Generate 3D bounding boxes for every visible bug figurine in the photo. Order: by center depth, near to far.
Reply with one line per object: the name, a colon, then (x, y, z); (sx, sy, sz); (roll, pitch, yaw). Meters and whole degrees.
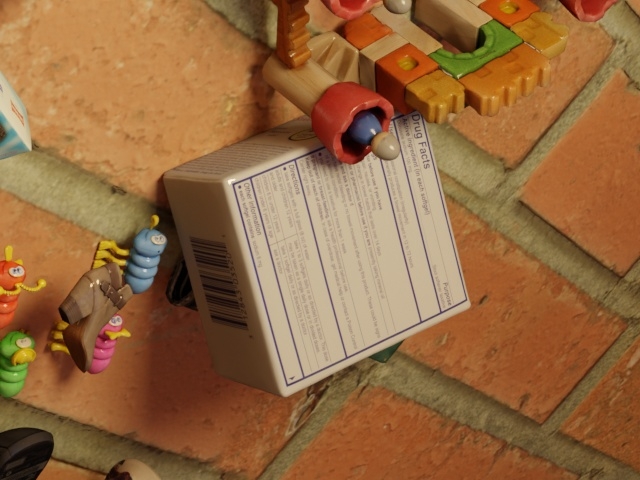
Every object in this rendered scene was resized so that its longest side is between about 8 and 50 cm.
bug figurine: (-0.288, 0.078, 2.114); (0.279, 0.072, 0.216); (-15, 136, -39)

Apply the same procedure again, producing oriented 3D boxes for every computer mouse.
computer mouse: (-0.425, 0.310, 2.228); (0.184, 0.060, 0.262); (-22, 152, -38)

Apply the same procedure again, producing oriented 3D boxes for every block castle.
block castle: (0.156, -0.297, 2.055); (0.453, 0.213, 0.303); (-32, 144, -25)

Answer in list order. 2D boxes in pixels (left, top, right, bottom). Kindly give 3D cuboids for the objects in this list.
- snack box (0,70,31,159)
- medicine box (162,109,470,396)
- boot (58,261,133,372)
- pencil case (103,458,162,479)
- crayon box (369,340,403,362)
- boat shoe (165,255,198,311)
snack box: (-0.438, -0.101, 1.632); (0.322, 0.060, 0.187); (-16, 150, 7)
medicine box: (0.000, 0.000, 2.173); (0.289, 0.149, 0.263); (-24, 108, -30)
boot: (-0.244, 0.082, 2.065); (0.087, 0.042, 0.118); (-38, 144, -28)
pencil case: (-0.351, 0.408, 2.247); (0.410, 0.183, 0.160); (-25, 126, -36)
crayon box: (0.046, 0.049, 2.437); (0.165, 0.081, 0.278); (-52, 146, 9)
boat shoe: (-0.109, 0.014, 2.245); (0.083, 0.065, 0.183); (12, 117, -54)
